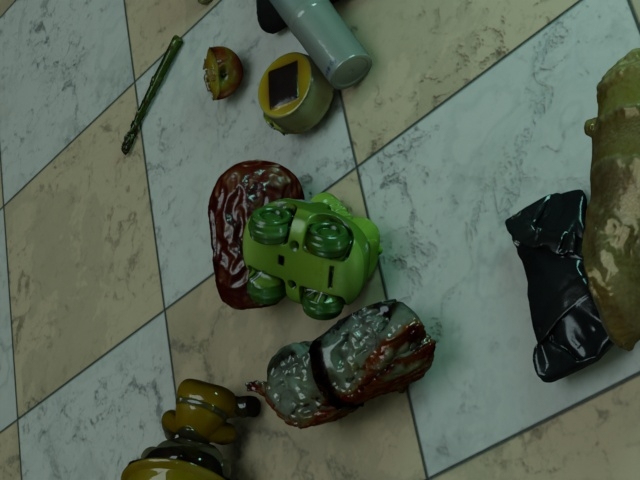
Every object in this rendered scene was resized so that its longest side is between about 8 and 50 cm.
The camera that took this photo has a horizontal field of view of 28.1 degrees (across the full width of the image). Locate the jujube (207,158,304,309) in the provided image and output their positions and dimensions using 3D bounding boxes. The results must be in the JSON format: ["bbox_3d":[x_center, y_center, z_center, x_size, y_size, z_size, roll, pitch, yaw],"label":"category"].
[{"bbox_3d":[-0.100,-0.007,1.975,0.155,0.155,0.230,-8,80,47],"label":"jujube"}]

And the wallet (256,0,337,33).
[{"bbox_3d":[0.033,-0.477,2.049,0.377,0.051,0.197,-16,68,43],"label":"wallet"}]

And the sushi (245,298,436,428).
[{"bbox_3d":[0.036,0.172,1.776,0.332,0.124,0.130,-35,64,35],"label":"sushi"}]

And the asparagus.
[{"bbox_3d":[-0.321,-0.272,2.404,0.024,0.025,0.248,30,104,6],"label":"asparagus"}]

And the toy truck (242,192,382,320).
[{"bbox_3d":[0.004,0.010,1.840,0.187,0.210,0.148,27,126,37],"label":"toy truck"}]

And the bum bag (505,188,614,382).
[{"bbox_3d":[0.293,0.048,1.571,0.123,0.060,0.248,-37,51,36],"label":"bum bag"}]

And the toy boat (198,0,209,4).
[{"bbox_3d":[-0.195,-0.531,2.315,0.188,0.061,0.116,-48,46,27],"label":"toy boat"}]

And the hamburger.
[{"bbox_3d":[-0.040,-0.230,2.028,0.141,0.081,0.126,-34,55,22],"label":"hamburger"}]

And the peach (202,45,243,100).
[{"bbox_3d":[-0.166,-0.289,2.204,0.098,0.061,0.098,173,90,-74],"label":"peach"}]

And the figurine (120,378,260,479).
[{"bbox_3d":[-0.202,0.341,1.953,0.192,0.167,0.257,5,78,22],"label":"figurine"}]

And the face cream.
[{"bbox_3d":[-0.014,-0.348,1.996,0.077,0.077,0.250,-48,61,27],"label":"face cream"}]

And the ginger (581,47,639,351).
[{"bbox_3d":[0.373,-0.049,1.469,0.190,0.126,0.354,9,87,39],"label":"ginger"}]
